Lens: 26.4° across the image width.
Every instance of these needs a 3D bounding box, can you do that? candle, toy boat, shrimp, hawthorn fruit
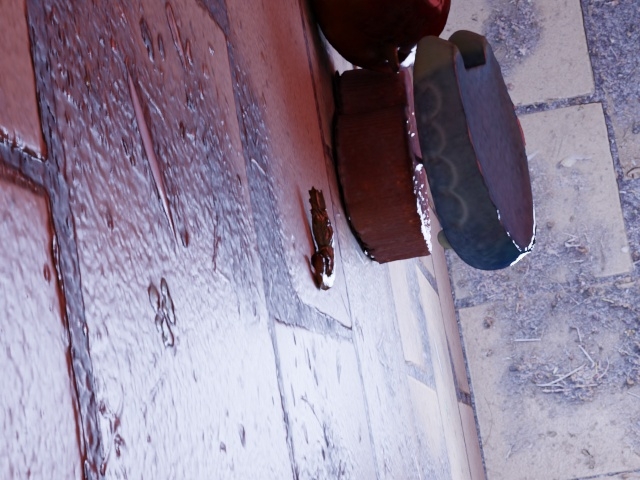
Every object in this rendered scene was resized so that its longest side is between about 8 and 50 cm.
[{"bbox_3d":[0.106,-0.091,1.938,0.317,0.131,0.287,-81,161,-61],"label":"candle"},{"bbox_3d":[0.190,-0.118,1.848,0.215,0.123,0.330,-30,105,-63],"label":"toy boat"},{"bbox_3d":[0.000,0.000,1.474,0.083,0.023,0.114,-52,134,-75],"label":"shrimp"},{"bbox_3d":[0.080,-0.332,1.867,0.215,0.215,0.250,64,22,-60],"label":"hawthorn fruit"}]
